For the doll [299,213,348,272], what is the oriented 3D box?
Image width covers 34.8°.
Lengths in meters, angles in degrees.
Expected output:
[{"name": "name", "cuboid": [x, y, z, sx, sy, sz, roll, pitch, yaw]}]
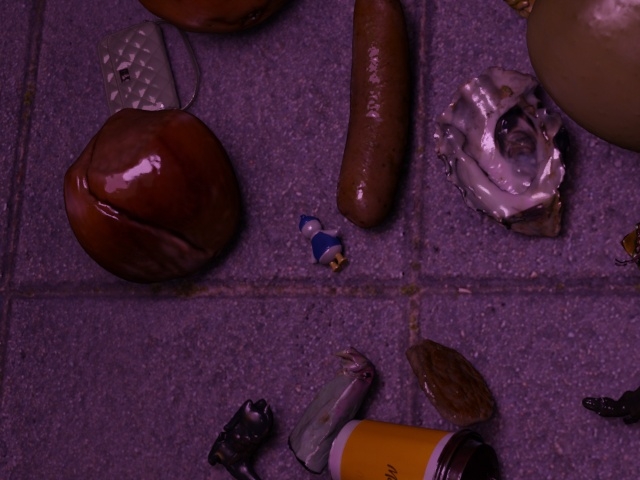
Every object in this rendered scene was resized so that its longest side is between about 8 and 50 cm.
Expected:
[{"name": "doll", "cuboid": [0.000, 0.000, 2.043, 0.143, 0.058, 0.098, 51, 123, 25]}]

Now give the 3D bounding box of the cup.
[{"name": "cup", "cuboid": [0.163, 0.412, 1.821, 0.280, 0.196, 0.196, 10, 84, 33]}]

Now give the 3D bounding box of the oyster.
[{"name": "oyster", "cuboid": [0.345, -0.159, 1.889, 0.238, 0.115, 0.351, -30, 74, 8]}]

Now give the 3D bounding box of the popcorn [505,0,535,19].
[{"name": "popcorn", "cuboid": [0.413, -0.486, 1.918, 0.145, 0.126, 0.125, -52, 37, 25]}]

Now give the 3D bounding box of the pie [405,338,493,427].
[{"name": "pie", "cuboid": [0.225, 0.257, 1.833, 0.079, 0.163, 0.193, -47, 52, 20]}]

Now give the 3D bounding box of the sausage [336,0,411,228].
[{"name": "sausage", "cuboid": [0.110, -0.267, 2.004, 0.123, 0.136, 0.500, -12, 70, 60]}]

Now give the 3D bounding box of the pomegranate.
[{"name": "pomegranate", "cuboid": [-0.226, -0.630, 2.097, 0.410, 0.410, 0.409, -5, 78, 24]}]

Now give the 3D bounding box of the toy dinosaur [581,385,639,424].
[{"name": "toy dinosaur", "cuboid": [0.524, 0.261, 1.679, 0.187, 0.179, 0.087, -31, 68, 19]}]

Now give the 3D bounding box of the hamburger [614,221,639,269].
[{"name": "hamburger", "cuboid": [0.635, 0.003, 1.702, 0.261, 0.139, 0.243, -48, 65, 8]}]

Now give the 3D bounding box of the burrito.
[{"name": "burrito", "cuboid": [0.027, 0.321, 1.940, 0.228, 0.089, 0.144, -58, 20, 5]}]

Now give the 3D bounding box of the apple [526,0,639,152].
[{"name": "apple", "cuboid": [0.568, -0.346, 1.635, 0.474, 0.474, 0.473, -5, 78, 24]}]

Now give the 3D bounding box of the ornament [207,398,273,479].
[{"name": "ornament", "cuboid": [-0.102, 0.447, 1.973, 0.236, 0.080, 0.202, 51, 120, 29]}]

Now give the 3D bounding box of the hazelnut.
[{"name": "hazelnut", "cuboid": [-0.337, -0.093, 2.087, 0.373, 0.315, 0.372, 2, 105, 6]}]

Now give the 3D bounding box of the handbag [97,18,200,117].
[{"name": "handbag", "cuboid": [-0.379, -0.378, 2.285, 0.219, 0.079, 0.256, -21, 73, 16]}]
